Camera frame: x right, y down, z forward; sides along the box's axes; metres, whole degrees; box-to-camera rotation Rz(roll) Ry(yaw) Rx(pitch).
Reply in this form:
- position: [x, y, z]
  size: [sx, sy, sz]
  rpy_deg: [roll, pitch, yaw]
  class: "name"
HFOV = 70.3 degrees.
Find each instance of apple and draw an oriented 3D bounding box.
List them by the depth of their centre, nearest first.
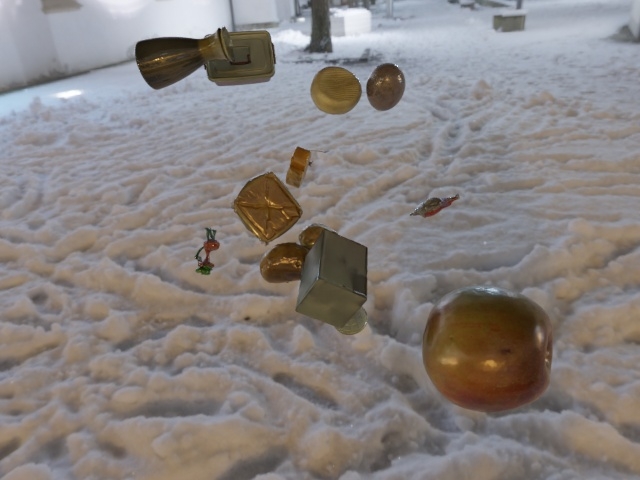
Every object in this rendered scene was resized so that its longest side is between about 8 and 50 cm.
- position: [0.420, 0.262, 1.119]
  size: [0.277, 0.319, 0.319]
  rpy_deg: [-12, 21, 37]
  class: "apple"

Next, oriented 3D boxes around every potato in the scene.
- position: [-0.113, 0.096, 1.576]
  size: [0.200, 0.164, 0.081]
  rpy_deg: [-11, 32, 6]
  class: "potato"

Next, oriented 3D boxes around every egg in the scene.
- position: [0.245, -0.576, 1.716]
  size: [0.146, 0.199, 0.146]
  rpy_deg: [0, 66, 0]
  class: "egg"

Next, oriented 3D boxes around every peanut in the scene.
- position: [0.000, 0.000, 1.665]
  size: [0.159, 0.141, 0.109]
  rpy_deg: [-20, -7, -42]
  class: "peanut"

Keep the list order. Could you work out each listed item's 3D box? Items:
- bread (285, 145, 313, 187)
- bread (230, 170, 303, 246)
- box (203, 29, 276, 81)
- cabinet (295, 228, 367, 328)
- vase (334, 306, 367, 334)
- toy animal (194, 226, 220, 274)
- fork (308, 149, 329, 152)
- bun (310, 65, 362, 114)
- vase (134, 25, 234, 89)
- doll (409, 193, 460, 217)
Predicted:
- position: [-0.079, -0.266, 1.687]
  size: [0.073, 0.149, 0.122]
  rpy_deg: [20, 50, 1]
  class: "bread"
- position: [-0.181, -0.108, 1.527]
  size: [0.192, 0.210, 0.110]
  rpy_deg: [-43, 3, -7]
  class: "bread"
- position: [-0.335, -0.748, 1.901]
  size: [0.294, 0.193, 0.167]
  rpy_deg: [-7, 5, -6]
  class: "box"
- position: [0.033, 0.104, 1.269]
  size: [0.145, 0.150, 0.206]
  rpy_deg: [23, 39, -13]
  class: "cabinet"
- position: [0.092, 0.216, 1.678]
  size: [0.143, 0.299, 0.143]
  rpy_deg: [-6, 50, 7]
  class: "vase"
- position: [-0.498, 0.044, 1.980]
  size: [0.103, 0.208, 0.100]
  rpy_deg: [9, 0, 19]
  class: "toy animal"
- position: [-0.009, -0.446, 2.272]
  size: [0.115, 0.012, 0.016]
  rpy_deg: [6, -12, 20]
  class: "fork"
- position: [0.055, -0.570, 1.769]
  size: [0.222, 0.127, 0.222]
  rpy_deg: [8, 60, -14]
  class: "bun"
- position: [-0.476, -0.663, 1.621]
  size: [0.321, 0.173, 0.173]
  rpy_deg: [-13, 28, 8]
  class: "vase"
- position: [0.494, -0.149, 1.983]
  size: [0.227, 0.075, 0.102]
  rpy_deg: [-20, -2, 29]
  class: "doll"
